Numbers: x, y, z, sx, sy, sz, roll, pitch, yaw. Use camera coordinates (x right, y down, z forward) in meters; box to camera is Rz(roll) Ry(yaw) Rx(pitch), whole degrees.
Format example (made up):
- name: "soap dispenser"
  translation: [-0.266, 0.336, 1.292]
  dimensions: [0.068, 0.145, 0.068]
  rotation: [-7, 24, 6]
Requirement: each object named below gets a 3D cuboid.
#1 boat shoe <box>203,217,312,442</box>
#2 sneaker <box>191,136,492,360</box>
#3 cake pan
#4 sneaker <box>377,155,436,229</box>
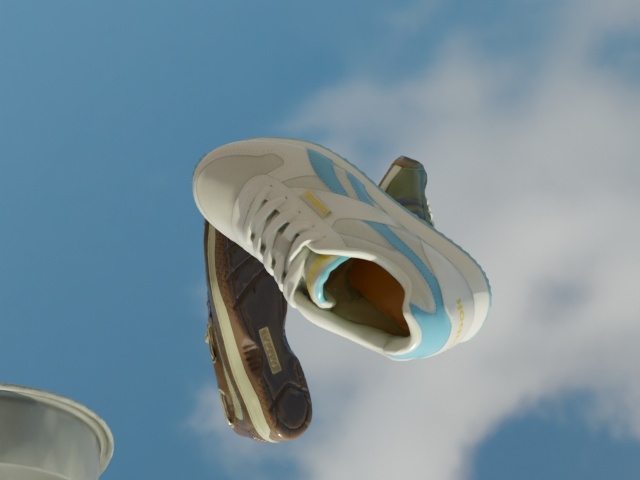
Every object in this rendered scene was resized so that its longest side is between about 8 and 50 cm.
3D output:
- name: "boat shoe"
  translation: [-0.088, 0.085, 1.715]
  dimensions: [0.095, 0.095, 0.257]
  rotation: [-12, -92, 45]
- name: "sneaker"
  translation: [0.000, 0.000, 1.094]
  dimensions: [0.228, 0.092, 0.087]
  rotation: [30, -65, 25]
- name: "cake pan"
  translation: [-0.290, 0.188, 1.186]
  dimensions: [0.293, 0.293, 0.054]
  rotation: [-24, -120, 18]
- name: "sneaker"
  translation: [0.069, 0.005, 1.391]
  dimensions: [0.086, 0.064, 0.192]
  rotation: [24, -139, 11]
